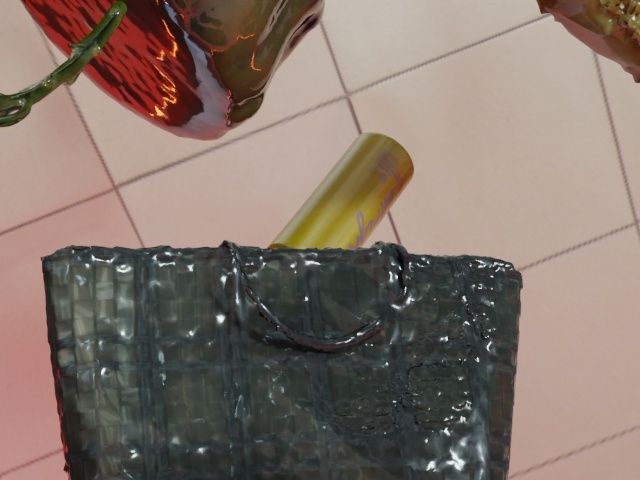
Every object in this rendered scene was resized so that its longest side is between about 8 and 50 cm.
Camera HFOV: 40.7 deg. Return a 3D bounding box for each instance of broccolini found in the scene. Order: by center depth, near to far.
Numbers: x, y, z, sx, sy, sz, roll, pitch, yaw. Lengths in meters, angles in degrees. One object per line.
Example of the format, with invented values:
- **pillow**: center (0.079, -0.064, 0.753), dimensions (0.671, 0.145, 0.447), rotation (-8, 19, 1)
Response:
- **broccolini**: center (-0.179, -0.103, 0.531), dimensions (0.054, 0.194, 0.052), rotation (-19, 104, 36)

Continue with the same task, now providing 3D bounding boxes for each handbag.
- **handbag**: center (-0.008, 0.084, 0.452), dimensions (0.270, 0.089, 0.175), rotation (4, 78, -20)

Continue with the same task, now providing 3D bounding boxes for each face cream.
- **face cream**: center (0.000, 0.000, 0.890), dimensions (0.078, 0.078, 0.273), rotation (50, 58, -19)

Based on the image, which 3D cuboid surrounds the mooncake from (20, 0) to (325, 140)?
- **mooncake**: center (-0.137, -0.232, 0.736), dimensions (0.290, 0.290, 0.161), rotation (44, 70, -18)

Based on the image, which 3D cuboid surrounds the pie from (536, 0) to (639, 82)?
- **pie**: center (0.298, -0.257, 0.642), dimensions (0.355, 0.103, 0.288), rotation (0, 110, -26)
